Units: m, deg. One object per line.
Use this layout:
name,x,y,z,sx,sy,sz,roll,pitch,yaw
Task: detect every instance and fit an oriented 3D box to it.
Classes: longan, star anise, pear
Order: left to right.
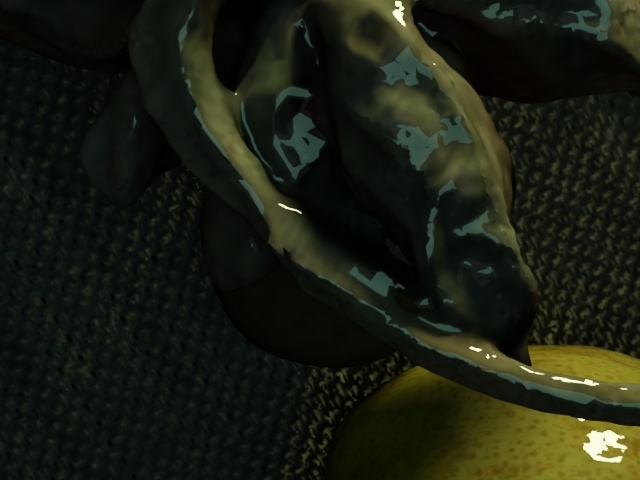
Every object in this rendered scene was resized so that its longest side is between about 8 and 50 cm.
longan,0.000,0.000,0.615,0.119,0.106,0.106,37,94,22
star anise,0.024,-0.092,0.521,0.359,0.139,0.316,0,76,6
pear,0.101,0.160,0.615,0.211,0.188,0.229,7,101,-5
